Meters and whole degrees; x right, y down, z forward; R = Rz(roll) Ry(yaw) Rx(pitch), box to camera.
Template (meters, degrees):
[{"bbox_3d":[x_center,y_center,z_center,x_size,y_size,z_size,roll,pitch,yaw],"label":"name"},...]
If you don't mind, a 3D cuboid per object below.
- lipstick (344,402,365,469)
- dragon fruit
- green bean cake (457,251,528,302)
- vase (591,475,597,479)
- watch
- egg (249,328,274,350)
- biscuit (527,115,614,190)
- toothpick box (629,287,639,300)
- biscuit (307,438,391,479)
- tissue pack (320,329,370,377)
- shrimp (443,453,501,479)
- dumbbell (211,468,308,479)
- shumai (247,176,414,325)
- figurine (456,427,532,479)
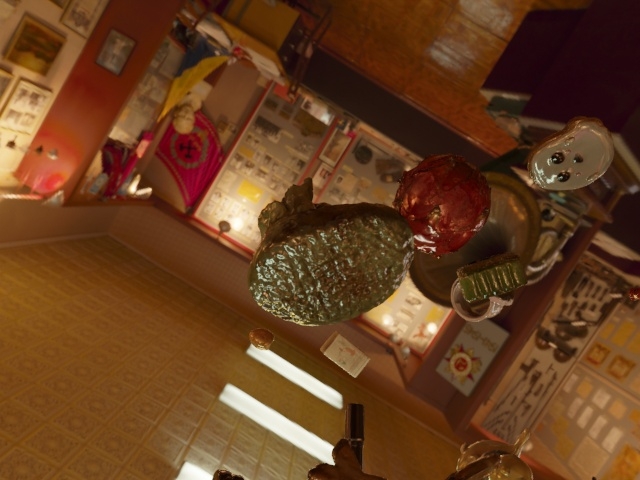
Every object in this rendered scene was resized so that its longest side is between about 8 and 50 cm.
[{"bbox_3d":[0.132,0.782,1.883,0.081,0.081,0.300,28,-130,-36],"label":"lipstick"},{"bbox_3d":[0.364,-0.107,1.480,0.295,0.302,0.295,31,-173,-5],"label":"dragon fruit"},{"bbox_3d":[0.566,0.119,1.621,0.200,0.214,0.113,-16,-93,-77],"label":"green bean cake"},{"bbox_3d":[0.966,0.841,1.432,0.291,0.245,0.245,-9,160,33],"label":"vase"},{"bbox_3d":[0.669,0.239,2.047,0.196,0.231,0.244,1,-144,-41],"label":"watch"},{"bbox_3d":[-0.224,0.372,1.849,0.096,0.080,0.080,28,-175,0],"label":"egg"},{"bbox_3d":[0.638,-0.205,1.241,0.181,0.208,0.049,44,-151,-21],"label":"biscuit"},{"bbox_3d":[1.077,0.180,1.626,0.047,0.047,0.083,30,165,-19],"label":"toothpick box"},{"bbox_3d":[0.088,0.627,1.261,0.208,0.047,0.164,32,-139,29],"label":"biscuit"},{"bbox_3d":[0.054,0.242,1.040,0.108,0.056,0.023,44,174,-27],"label":"tissue pack"},{"bbox_3d":[0.322,0.508,1.059,0.190,0.101,0.042,-7,-117,-37],"label":"shrimp"},{"bbox_3d":[-0.149,0.710,1.273,0.388,0.185,0.185,14,-171,-15],"label":"dumbbell"},{"bbox_3d":[0.000,0.000,1.196,0.323,0.397,0.324,-117,16,-52],"label":"shumai"},{"bbox_3d":[0.539,0.662,1.430,0.226,0.274,0.394,36,169,20],"label":"figurine"}]
